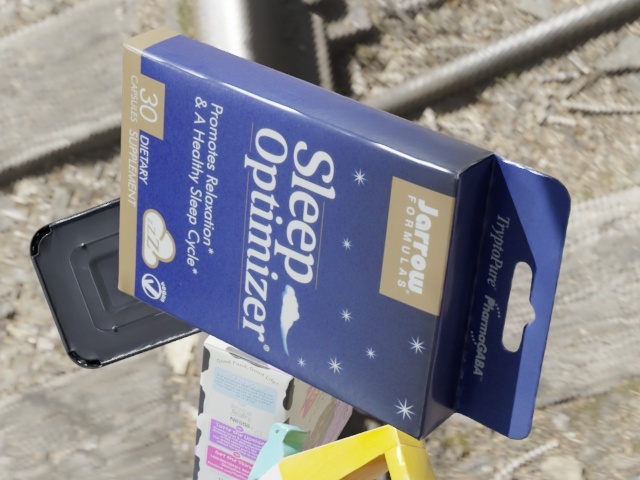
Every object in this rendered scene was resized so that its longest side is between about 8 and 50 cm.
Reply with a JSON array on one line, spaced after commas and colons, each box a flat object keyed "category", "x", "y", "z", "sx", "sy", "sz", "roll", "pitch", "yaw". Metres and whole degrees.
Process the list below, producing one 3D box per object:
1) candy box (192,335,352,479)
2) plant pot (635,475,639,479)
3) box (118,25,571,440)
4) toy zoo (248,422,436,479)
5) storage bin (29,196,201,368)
[{"category": "candy box", "x": -0.027, "y": 0.105, "z": 1.134, "sx": 0.070, "sy": 0.165, "sz": 0.196, "roll": 20, "pitch": 133, "yaw": 14}, {"category": "plant pot", "x": 0.400, "y": 0.256, "z": 1.278, "sx": 0.293, "sy": 0.293, "sz": 0.196, "roll": 23, "pitch": 57, "yaw": 32}, {"category": "box", "x": 0.000, "y": 0.000, "z": 0.693, "sx": 0.225, "sy": 0.036, "sz": 0.136, "roll": 23, "pitch": 123, "yaw": 29}, {"category": "toy zoo", "x": 0.011, "y": 0.243, "z": 0.927, "sx": 0.192, "sy": 0.030, "sz": 0.293, "roll": -34, "pitch": 56, "yaw": 31}, {"category": "storage bin", "x": -0.128, "y": 0.018, "z": 1.235, "sx": 0.180, "sy": 0.084, "sz": 0.122, "roll": -20, "pitch": 93, "yaw": 7}]
